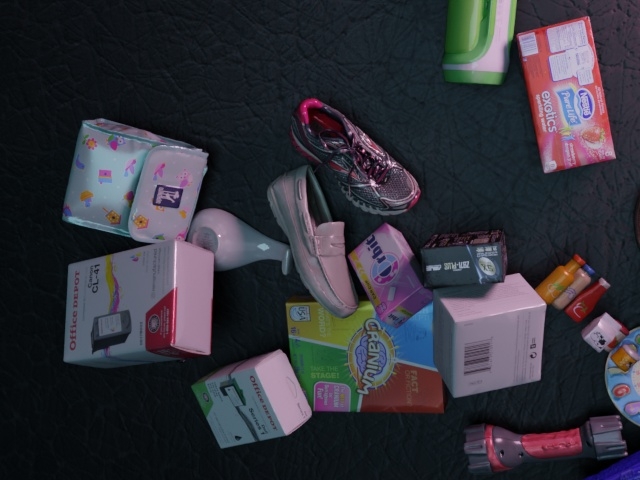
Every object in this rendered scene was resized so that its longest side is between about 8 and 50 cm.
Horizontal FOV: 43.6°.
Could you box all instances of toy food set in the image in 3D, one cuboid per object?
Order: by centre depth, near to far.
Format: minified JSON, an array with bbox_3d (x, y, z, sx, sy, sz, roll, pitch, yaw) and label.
[{"bbox_3d":[0.521,0.128,1.502,0.232,0.111,0.104,41,106,1],"label":"toy food set"}]

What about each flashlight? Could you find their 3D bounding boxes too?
[{"bbox_3d":[0.439,0.398,1.578,0.304,0.103,0.103,-12,94,18],"label":"flashlight"}]

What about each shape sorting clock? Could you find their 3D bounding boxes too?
[{"bbox_3d":[0.645,0.259,1.511,0.206,0.040,0.206,-2,86,21],"label":"shape sorting clock"}]

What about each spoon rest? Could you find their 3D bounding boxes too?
[{"bbox_3d":[-0.169,0.014,1.694,0.276,0.084,0.137,14,102,26],"label":"spoon rest"}]

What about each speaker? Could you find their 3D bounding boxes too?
[{"bbox_3d":[0.292,-0.435,1.455,0.131,0.131,0.296,6,101,14],"label":"speaker"}]

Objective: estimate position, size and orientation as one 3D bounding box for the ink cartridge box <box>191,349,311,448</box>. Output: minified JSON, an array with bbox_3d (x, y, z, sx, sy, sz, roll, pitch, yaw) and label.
[{"bbox_3d":[-0.147,0.337,1.691,0.219,0.092,0.160,-23,93,41],"label":"ink cartridge box"}]

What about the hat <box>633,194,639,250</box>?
[{"bbox_3d":[0.703,-0.006,1.376,0.331,0.134,0.331,13,117,27],"label":"hat"}]

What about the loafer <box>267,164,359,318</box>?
[{"bbox_3d":[0.000,0.000,1.593,0.111,0.112,0.319,-32,78,29],"label":"loafer"}]

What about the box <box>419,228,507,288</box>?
[{"bbox_3d":[0.274,0.033,1.514,0.147,0.180,0.077,-6,97,15],"label":"box"}]

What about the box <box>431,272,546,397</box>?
[{"bbox_3d":[0.313,0.177,1.505,0.182,0.119,0.181,-10,120,-9],"label":"box"}]

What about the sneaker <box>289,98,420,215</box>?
[{"bbox_3d":[0.061,-0.158,1.552,0.299,0.112,0.121,35,74,5],"label":"sneaker"}]

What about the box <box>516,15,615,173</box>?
[{"bbox_3d":[0.442,-0.260,1.447,0.128,0.122,0.256,-12,97,17],"label":"box"}]

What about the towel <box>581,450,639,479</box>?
[{"bbox_3d":[0.646,0.483,1.454,0.308,0.076,0.227,-36,67,21],"label":"towel"}]

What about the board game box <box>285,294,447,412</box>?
[{"bbox_3d":[0.096,0.232,1.659,0.317,0.064,0.242,-3,99,16],"label":"board game box"}]

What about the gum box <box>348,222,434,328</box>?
[{"bbox_3d":[0.137,0.064,1.572,0.107,0.062,0.188,-41,48,17],"label":"gum box"}]

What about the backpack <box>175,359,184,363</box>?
[{"bbox_3d":[-0.297,0.194,1.737,0.084,0.105,0.114,25,95,11],"label":"backpack"}]

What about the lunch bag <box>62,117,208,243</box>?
[{"bbox_3d":[-0.381,-0.119,1.678,0.262,0.160,0.223,17,101,0],"label":"lunch bag"}]

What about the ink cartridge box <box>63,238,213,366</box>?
[{"bbox_3d":[-0.380,0.139,1.667,0.306,0.131,0.226,-12,71,28],"label":"ink cartridge box"}]
